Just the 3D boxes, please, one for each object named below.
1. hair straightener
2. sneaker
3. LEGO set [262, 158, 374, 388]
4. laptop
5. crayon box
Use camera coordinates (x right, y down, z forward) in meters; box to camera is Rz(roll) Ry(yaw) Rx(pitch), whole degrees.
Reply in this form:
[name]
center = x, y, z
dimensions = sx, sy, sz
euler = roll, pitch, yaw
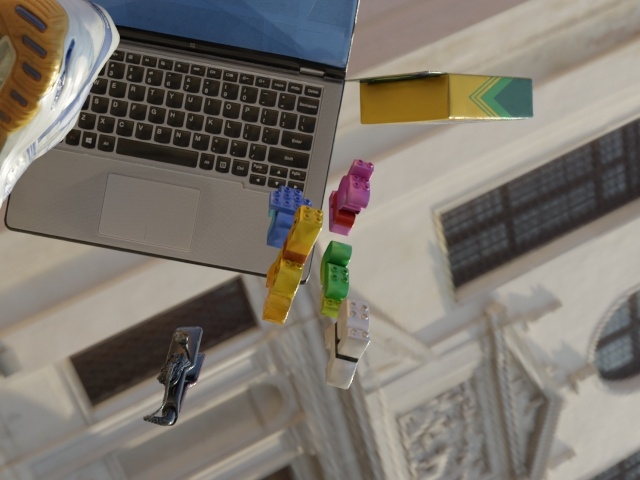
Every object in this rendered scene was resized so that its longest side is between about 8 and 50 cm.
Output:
[hair straightener]
center = -0.189, 0.160, 1.345
dimensions = 0.230, 0.047, 0.089
euler = -69, 157, -69
[sneaker]
center = -0.273, -0.085, 0.910
dimensions = 0.112, 0.296, 0.131
euler = 48, 24, 6
[LEGO set]
center = 0.000, 0.000, 0.886
dimensions = 0.227, 0.087, 0.093
euler = -90, -161, -47
[laptop]
center = -0.166, -0.178, 1.191
dimensions = 0.236, 0.382, 0.408
euler = -40, 141, -89
[crayon box]
center = 0.216, -0.256, 1.930
dimensions = 0.203, 0.323, 0.083
euler = 2, -85, 43
